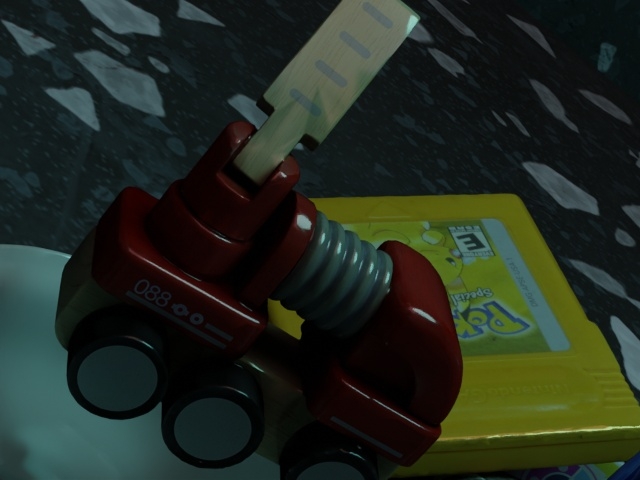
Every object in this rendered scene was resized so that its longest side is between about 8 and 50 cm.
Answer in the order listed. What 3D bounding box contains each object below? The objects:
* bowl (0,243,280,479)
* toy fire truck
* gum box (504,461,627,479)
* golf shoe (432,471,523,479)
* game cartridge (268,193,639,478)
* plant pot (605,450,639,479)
[{"bbox_3d":[-0.134,0.150,0.925,0.298,0.134,0.298,32,23,-16],"label":"bowl"},{"bbox_3d":[0.000,0.000,0.915,0.217,0.246,0.158,31,24,-19],"label":"toy fire truck"},{"bbox_3d":[0.212,0.200,1.409,0.188,0.107,0.062,40,22,3],"label":"gum box"},{"bbox_3d":[0.205,0.258,1.299,0.273,0.105,0.120,36,17,-9],"label":"golf shoe"},{"bbox_3d":[0.089,0.069,1.367,0.285,0.052,0.323,-2,35,-16],"label":"game cartridge"},{"bbox_3d":[0.257,0.291,1.101,0.212,0.236,0.236,45,5,-7],"label":"plant pot"}]
